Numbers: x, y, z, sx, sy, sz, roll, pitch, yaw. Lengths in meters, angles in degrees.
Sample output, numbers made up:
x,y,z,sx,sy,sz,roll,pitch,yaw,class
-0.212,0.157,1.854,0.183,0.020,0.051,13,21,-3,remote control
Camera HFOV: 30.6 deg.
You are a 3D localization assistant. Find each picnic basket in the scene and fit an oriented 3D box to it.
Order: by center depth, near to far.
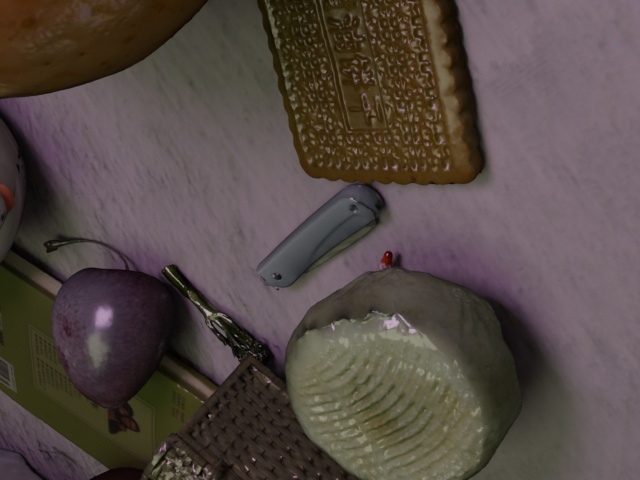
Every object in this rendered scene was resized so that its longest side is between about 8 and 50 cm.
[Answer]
x,y,z,sx,sy,sz,roll,pitch,yaw,class
-0.052,0.238,1.073,0.196,0.154,0.134,39,147,7,picnic basket

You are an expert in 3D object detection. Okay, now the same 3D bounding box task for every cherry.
x,y,z,sx,sy,sz,roll,pitch,yaw,class
-0.230,0.088,1.172,0.188,0.115,0.148,2,110,33,cherry

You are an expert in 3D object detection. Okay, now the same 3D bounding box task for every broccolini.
x,y,z,sx,sy,sz,roll,pitch,yaw,class
-0.103,0.075,1.136,0.140,0.030,0.035,43,172,17,broccolini

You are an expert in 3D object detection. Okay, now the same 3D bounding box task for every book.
x,y,z,sx,sy,sz,roll,pitch,yaw,class
-0.258,0.163,1.314,0.352,0.035,0.239,29,135,22,book

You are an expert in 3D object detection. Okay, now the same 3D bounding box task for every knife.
x,y,z,sx,sy,sz,roll,pitch,yaw,class
0.000,0.000,0.993,0.044,0.023,0.162,33,140,-15,knife

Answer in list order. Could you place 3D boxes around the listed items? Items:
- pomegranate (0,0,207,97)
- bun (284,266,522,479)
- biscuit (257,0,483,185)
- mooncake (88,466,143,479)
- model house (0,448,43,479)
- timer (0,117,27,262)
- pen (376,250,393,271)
x,y,z,sx,sy,sz,roll,pitch,yaw,class
-0.210,-0.260,0.792,0.410,0.410,0.410,21,129,29,pomegranate
0.071,0.103,0.930,0.195,0.118,0.195,17,128,23,bun
0.025,-0.154,0.870,0.172,0.029,0.254,4,119,38,biscuit
-0.185,0.428,1.307,0.334,0.174,0.326,37,139,15,mooncake
-0.458,0.367,1.477,0.301,0.271,0.190,31,120,43,model house
-0.409,-0.044,1.159,0.233,0.240,0.233,-2,114,-5,timer
0.038,0.092,1.021,0.026,0.026,0.218,31,133,22,pen
